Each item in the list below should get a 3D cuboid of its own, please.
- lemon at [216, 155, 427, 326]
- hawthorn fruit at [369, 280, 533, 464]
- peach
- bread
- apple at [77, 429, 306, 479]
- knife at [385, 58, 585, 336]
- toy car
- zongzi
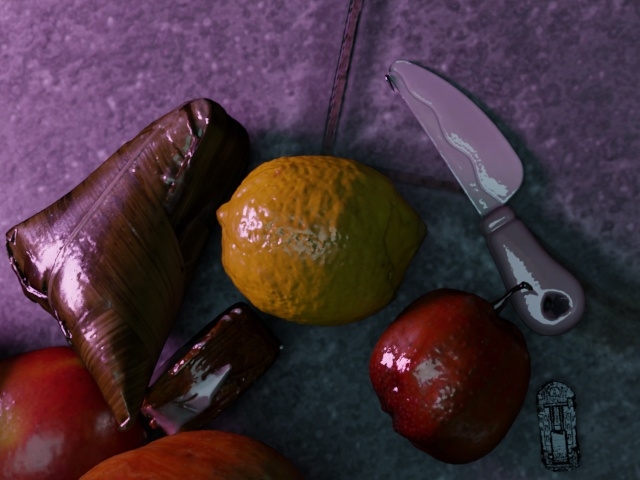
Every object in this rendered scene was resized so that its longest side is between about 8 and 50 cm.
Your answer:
[{"bbox_3d":[-0.003,0.000,1.339,0.193,0.180,0.180,9,89,-25],"label":"lemon"},{"bbox_3d":[0.141,0.116,1.315,0.157,0.157,0.194,38,92,12],"label":"hawthorn fruit"},{"bbox_3d":[-0.295,0.222,1.391,0.226,0.190,0.196,-40,125,1],"label":"peach"},{"bbox_3d":[-0.113,0.135,1.370,0.160,0.160,0.073,-43,95,7],"label":"bread"},{"bbox_3d":[-0.151,0.317,1.260,0.250,0.277,0.309,20,70,31],"label":"apple"},{"bbox_3d":[0.174,-0.057,1.375,0.081,0.043,0.335,-29,79,4],"label":"knife"},{"bbox_3d":[0.240,0.186,1.352,0.041,0.025,0.093,-4,89,11],"label":"toy car"},{"bbox_3d":[-0.158,0.018,1.350,0.286,0.134,0.288,-41,46,7],"label":"zongzi"}]
